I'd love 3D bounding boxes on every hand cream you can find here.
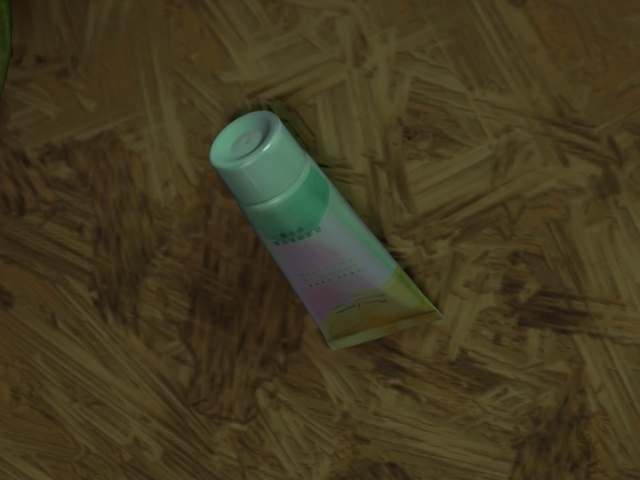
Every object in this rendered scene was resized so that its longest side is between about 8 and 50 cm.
[{"bbox_3d":[0.000,0.000,1.049,0.076,0.047,0.174,-17,130,23],"label":"hand cream"}]

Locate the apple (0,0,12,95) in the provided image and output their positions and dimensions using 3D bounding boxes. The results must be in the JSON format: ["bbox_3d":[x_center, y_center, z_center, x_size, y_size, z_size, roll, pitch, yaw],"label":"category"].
[{"bbox_3d":[-0.323,-0.144,0.862,0.360,0.320,0.312,-16,84,17],"label":"apple"}]
